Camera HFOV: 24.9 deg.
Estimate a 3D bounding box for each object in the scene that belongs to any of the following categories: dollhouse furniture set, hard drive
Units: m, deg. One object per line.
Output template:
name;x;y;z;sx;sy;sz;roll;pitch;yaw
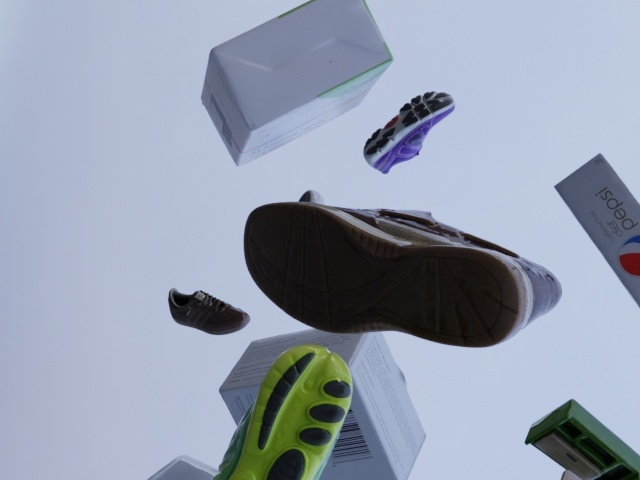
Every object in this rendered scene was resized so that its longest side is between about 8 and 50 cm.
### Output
dollhouse furniture set;0.305;0.402;2.106;0.301;0.151;0.198;-43;-166;44
hard drive;-0.224;0.372;1.942;0.203;0.040;0.307;-36;-173;-15

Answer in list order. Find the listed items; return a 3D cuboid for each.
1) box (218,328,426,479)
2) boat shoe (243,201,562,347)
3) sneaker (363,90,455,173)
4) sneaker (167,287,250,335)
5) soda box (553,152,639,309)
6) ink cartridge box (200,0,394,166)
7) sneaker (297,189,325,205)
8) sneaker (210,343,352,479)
box;0.005;0.208;1.742;0.181;0.181;0.119;-14;-159;26
boat shoe;0.076;0.026;1.418;0.342;0.123;0.123;9;-77;38
sneaker;0.146;-0.171;2.296;0.170;0.071;0.068;-37;-145;12
sneaker;-0.226;0.136;2.835;0.188;0.071;0.066;4;-142;33
soda box;0.371;0.003;1.730;0.074;0.069;0.216;-36;-122;9
ink cartridge box;-0.041;-0.205;1.912;0.119;0.207;0.353;62;-8;2
sneaker;0.000;0.000;3.011;0.290;0.123;0.106;103;-10;-51
sneaker;-0.056;0.234;1.329;0.296;0.109;0.123;-56;171;-2
